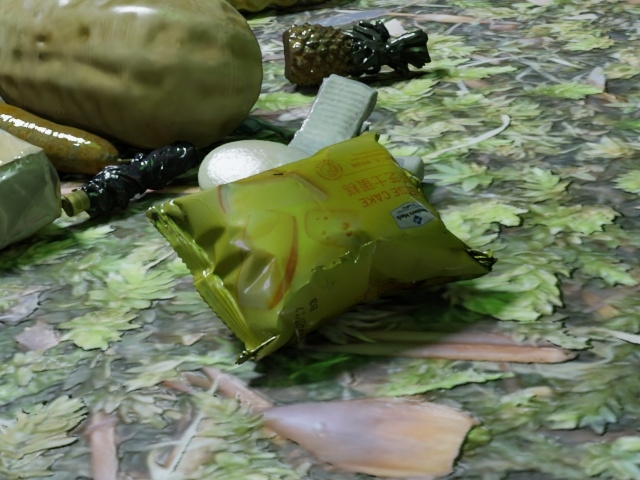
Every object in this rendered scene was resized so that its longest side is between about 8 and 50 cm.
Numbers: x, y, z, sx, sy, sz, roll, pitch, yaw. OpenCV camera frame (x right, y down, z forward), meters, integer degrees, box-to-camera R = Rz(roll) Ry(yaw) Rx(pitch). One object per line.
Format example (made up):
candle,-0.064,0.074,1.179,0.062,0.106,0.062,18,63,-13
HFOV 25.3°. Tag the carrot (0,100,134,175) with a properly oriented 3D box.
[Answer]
carrot,-0.295,-0.104,1.402,0.298,0.078,0.078,15,31,29

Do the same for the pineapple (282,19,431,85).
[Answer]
pineapple,0.040,-0.203,1.551,0.159,0.074,0.074,-4,24,-9

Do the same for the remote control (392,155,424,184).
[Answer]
remote control,-0.008,-0.053,1.270,0.190,0.029,0.087,2,25,17

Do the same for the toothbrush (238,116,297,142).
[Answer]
toothbrush,-0.018,-0.096,1.386,0.019,0.013,0.193,-30,34,-32

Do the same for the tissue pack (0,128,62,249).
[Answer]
tissue pack,-0.356,-0.049,1.256,0.186,0.090,0.222,-24,30,-31

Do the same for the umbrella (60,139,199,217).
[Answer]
umbrella,-0.172,-0.054,1.294,0.144,0.037,0.040,-28,55,-37

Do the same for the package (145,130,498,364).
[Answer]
package,0.000,0.000,1.055,0.226,0.090,0.168,-24,57,-26

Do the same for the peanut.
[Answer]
peanut,-0.214,-0.191,1.449,0.387,0.169,0.192,14,25,37

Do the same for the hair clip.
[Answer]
hair clip,-0.011,-0.052,1.187,0.159,0.071,0.218,15,49,24

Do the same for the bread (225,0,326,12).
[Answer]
bread,-0.153,-0.323,1.837,0.368,0.084,0.077,-12,-15,-10
